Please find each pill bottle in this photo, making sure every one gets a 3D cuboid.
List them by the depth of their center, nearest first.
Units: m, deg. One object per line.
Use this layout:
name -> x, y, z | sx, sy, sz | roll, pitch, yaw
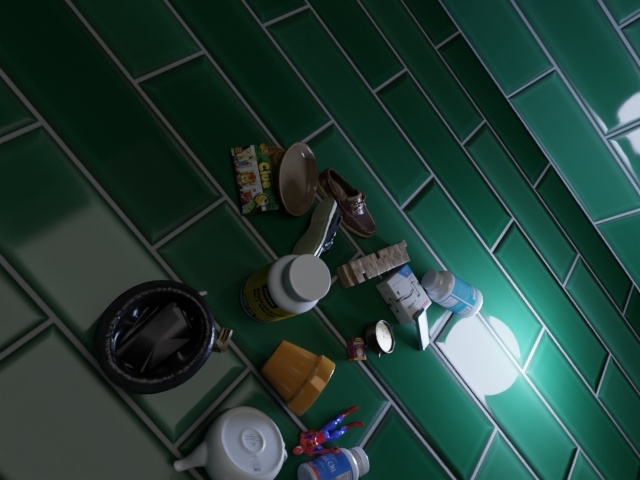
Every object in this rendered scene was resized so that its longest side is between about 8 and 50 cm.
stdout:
pill bottle -> -0.115, 0.153, 1.494 | 0.188, 0.334, 0.187 | 11, 68, -29
pill bottle -> 0.046, 0.759, 1.519 | 0.222, 0.124, 0.124 | -6, 77, -35
pill bottle -> 0.569, 0.225, 2.027 | 0.264, 0.146, 0.146 | 31, 60, -21

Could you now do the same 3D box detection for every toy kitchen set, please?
toy kitchen set -> -0.334, 0.302, 1.470 | 0.068, 0.083, 0.075 | 9, 61, 15

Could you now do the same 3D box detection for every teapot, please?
teapot -> -0.239, 0.627, 1.351 | 0.256, 0.187, 0.252 | 41, 27, 5

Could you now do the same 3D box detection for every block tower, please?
block tower -> 0.222, 0.095, 1.883 | 0.336, 0.091, 0.097 | -21, 87, -36

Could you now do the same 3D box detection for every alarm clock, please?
alarm clock -> 0.239, 0.372, 1.808 | 0.192, 0.064, 0.129 | -22, 89, -53

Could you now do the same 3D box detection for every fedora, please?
fedora -> -0.478, 0.277, 1.328 | 0.334, 0.153, 0.333 | 14, 64, -31
fedora -> -0.155, -0.283, 1.777 | 0.195, 0.079, 0.194 | 11, 69, -29

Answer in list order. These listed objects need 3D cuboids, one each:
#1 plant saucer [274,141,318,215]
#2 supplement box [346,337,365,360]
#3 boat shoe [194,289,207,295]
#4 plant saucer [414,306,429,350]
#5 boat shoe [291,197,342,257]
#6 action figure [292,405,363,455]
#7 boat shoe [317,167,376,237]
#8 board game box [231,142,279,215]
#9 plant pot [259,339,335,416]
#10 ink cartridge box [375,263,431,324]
plant saucer -> -0.091, -0.231, 1.745 | 0.278, 0.041, 0.277 | -23, 117, -59
supplement box -> 0.134, 0.410, 1.746 | 0.055, 0.043, 0.083 | 4, 71, -31
boat shoe -> -0.429, 0.172, 1.463 | 0.142, 0.049, 0.040 | -12, 80, -33
plant saucer -> 0.420, 0.367, 1.902 | 0.067, 0.018, 0.192 | -38, 128, -35
boat shoe -> -0.003, 0.000, 1.757 | 0.113, 0.127, 0.340 | 49, 49, -38
action figure -> 0.040, 0.647, 1.551 | 0.281, 0.139, 0.091 | -16, 81, -33
boat shoe -> 0.121, -0.156, 1.883 | 0.342, 0.123, 0.123 | 50, 55, -8
board game box -> -0.241, -0.226, 1.699 | 0.136, 0.030, 0.259 | -11, 78, -9
plant pot -> -0.087, 0.431, 1.515 | 0.188, 0.205, 0.205 | 37, 56, 2
ink cartridge box -> 0.347, 0.224, 1.921 | 0.148, 0.086, 0.203 | -37, 96, -35
